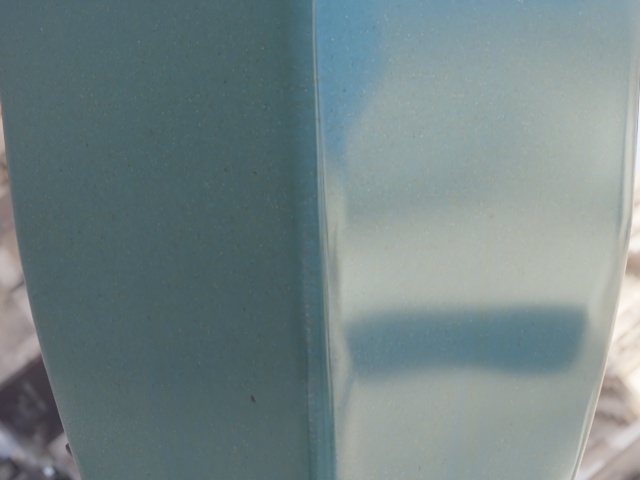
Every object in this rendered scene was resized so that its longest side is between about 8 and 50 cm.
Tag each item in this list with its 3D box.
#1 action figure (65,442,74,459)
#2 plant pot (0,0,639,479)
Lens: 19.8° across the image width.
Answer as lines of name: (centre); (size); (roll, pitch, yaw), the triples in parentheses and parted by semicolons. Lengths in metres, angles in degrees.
action figure: (-0.100, 0.293, 1.417); (0.330, 0.179, 0.341); (-114, -140, -55)
plant pot: (0.000, 0.000, 0.617); (0.165, 0.166, 0.234); (-1, -90, 47)
